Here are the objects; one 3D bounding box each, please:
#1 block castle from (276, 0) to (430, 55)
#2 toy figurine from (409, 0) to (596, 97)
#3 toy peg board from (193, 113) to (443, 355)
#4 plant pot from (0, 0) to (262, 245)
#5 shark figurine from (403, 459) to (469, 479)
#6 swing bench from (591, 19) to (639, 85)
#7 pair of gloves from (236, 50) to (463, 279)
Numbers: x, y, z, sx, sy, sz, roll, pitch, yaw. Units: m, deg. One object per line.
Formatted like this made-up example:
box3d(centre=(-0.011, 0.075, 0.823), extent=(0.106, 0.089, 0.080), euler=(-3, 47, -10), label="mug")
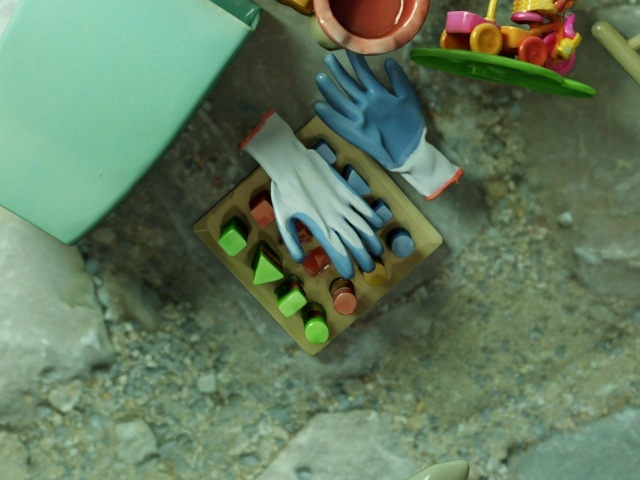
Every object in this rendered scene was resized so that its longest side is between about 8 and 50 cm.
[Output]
box3d(centre=(-0.068, -0.366, 1.001), extent=(0.453, 0.213, 0.303), euler=(32, 87, -8), label="block castle")
box3d(centre=(0.171, -0.213, 1.133), extent=(0.173, 0.130, 0.159), euler=(10, 92, -27), label="toy figurine")
box3d(centre=(0.000, 0.000, 1.173), extent=(0.160, 0.079, 0.161), euler=(-41, 101, 6), label="toy peg board")
box3d(centre=(-0.180, -0.126, 1.099), extent=(0.165, 0.166, 0.234), euler=(31, 102, -9), label="plant pot")
box3d(centre=(0.067, 0.348, 1.232), extent=(0.166, 0.116, 0.278), euler=(-6, 100, 0), label="shark figurine")
box3d(centre=(0.365, -0.090, 1.085), extent=(0.165, 0.253, 0.255), euler=(-28, 102, 3), label="swing bench")
box3d(centre=(0.025, -0.066, 1.137), extent=(0.159, 0.023, 0.198), euler=(49, 63, -6), label="pair of gloves")
